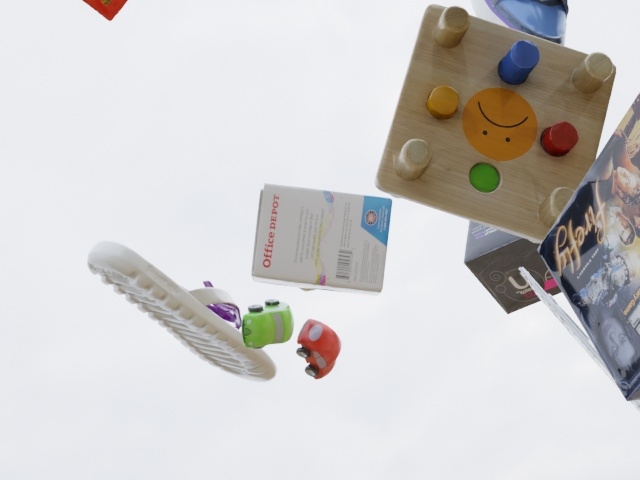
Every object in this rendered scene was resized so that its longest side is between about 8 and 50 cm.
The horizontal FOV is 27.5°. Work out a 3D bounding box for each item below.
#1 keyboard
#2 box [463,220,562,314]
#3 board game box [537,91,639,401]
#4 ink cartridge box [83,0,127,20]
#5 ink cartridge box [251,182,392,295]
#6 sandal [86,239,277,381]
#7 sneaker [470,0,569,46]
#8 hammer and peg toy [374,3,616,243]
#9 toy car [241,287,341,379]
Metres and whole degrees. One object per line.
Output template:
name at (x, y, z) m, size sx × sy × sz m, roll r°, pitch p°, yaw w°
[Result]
keyboard at (0.272, 0.117, 1.275) m, size 0.014 × 0.256 × 0.072 m, roll -43°, pitch -47°, yaw 7°
box at (0.358, -0.033, 2.234) m, size 0.165 × 0.270 × 0.143 m, roll -26°, pitch -60°, yaw 31°
board game box at (0.271, -0.011, 1.023) m, size 0.042 × 0.165 × 0.243 m, roll -5°, pitch -39°, yaw -27°
ink cartridge box at (-0.255, -0.324, 1.368) m, size 0.179 × 0.045 × 0.145 m, roll 37°, pitch -65°, yaw -19°
ink cartridge box at (0.000, 0.000, 1.217) m, size 0.122 × 0.089 × 0.052 m, roll 7°, pitch -8°, yaw -2°
sandal at (-0.200, 0.106, 2.153) m, size 0.416 × 0.169 × 0.102 m, roll 42°, pitch -116°, yaw -37°
sneaker at (0.314, -0.428, 1.838) m, size 0.130 × 0.323 × 0.236 m, roll 14°, pitch -48°, yaw -21°
hammer and peg toy at (0.268, -0.129, 1.599) m, size 0.361 × 0.266 × 0.127 m, roll 17°, pitch -17°, yaw -3°
toy car at (-0.034, 0.110, 1.899) m, size 0.225 × 0.053 × 0.239 m, roll -20°, pitch -70°, yaw -57°
